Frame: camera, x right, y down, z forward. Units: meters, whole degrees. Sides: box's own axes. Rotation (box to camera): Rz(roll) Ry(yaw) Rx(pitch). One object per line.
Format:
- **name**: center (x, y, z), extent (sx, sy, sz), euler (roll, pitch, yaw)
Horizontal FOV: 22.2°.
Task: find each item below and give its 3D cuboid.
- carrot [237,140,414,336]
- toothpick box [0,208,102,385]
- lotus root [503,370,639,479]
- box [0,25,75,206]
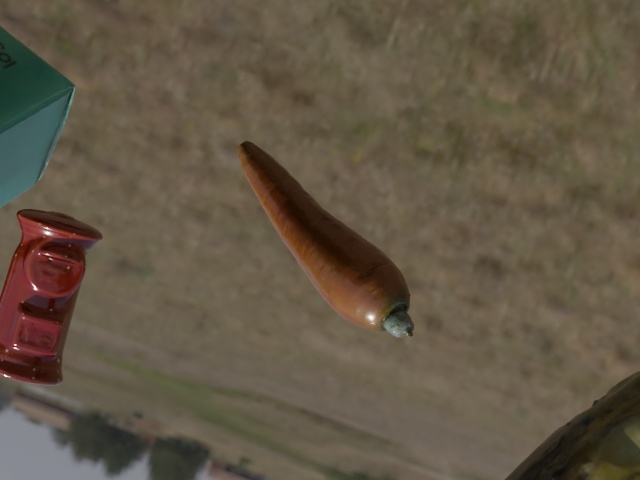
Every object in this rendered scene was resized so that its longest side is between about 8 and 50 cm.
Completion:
- **carrot**: center (0.000, 0.000, 0.744), extent (0.035, 0.035, 0.142), euler (29, -167, -49)
- **toothpick box**: center (-0.140, 0.027, 0.811), extent (0.047, 0.083, 0.047), euler (16, -176, -1)
- **lotus root**: center (0.103, 0.160, 0.586), extent (0.154, 0.278, 0.154), euler (42, -174, -6)
- **box**: center (-0.353, -0.078, 1.176), extent (0.205, 0.118, 0.311), euler (37, -140, 11)
